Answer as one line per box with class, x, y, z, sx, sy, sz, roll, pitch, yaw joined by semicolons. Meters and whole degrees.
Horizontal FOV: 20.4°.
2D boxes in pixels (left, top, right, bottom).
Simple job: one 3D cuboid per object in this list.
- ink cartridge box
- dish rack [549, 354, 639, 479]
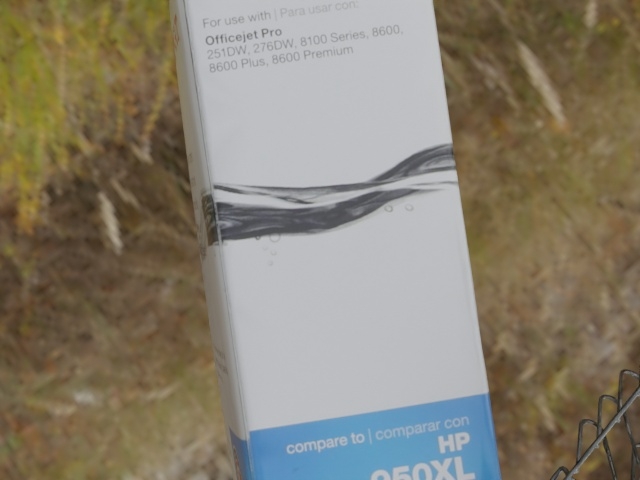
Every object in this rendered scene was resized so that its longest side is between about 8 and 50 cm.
ink cartridge box;0.000;0.000;1.222;0.166;0.394;0.285;-8;-178;-5
dish rack;0.250;0.117;1.028;0.208;0.074;0.271;25;123;-11
